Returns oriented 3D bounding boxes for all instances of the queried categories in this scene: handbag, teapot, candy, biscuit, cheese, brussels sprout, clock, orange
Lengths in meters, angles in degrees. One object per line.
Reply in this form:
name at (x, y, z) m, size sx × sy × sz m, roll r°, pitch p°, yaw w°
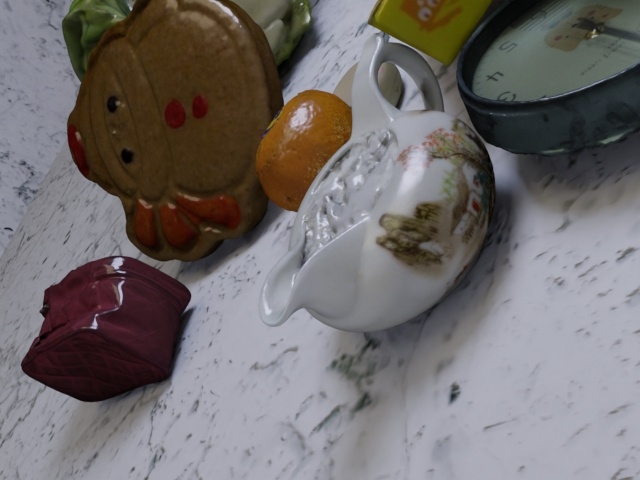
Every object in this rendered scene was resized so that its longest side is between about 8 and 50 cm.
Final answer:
handbag at (-0.275, 0.114, 1.054) m, size 0.225 × 0.146 × 0.135 m, roll -26°, pitch 42°, yaw 43°
teapot at (0.050, -0.033, 0.699) m, size 0.204 × 0.139 × 0.298 m, roll -25°, pitch 38°, yaw 49°
candy at (0.124, -0.271, 0.816) m, size 0.146 × 0.088 × 0.276 m, roll -59°, pitch 6°, yaw 20°
biscuit at (-0.204, -0.148, 1.087) m, size 0.381 × 0.358 × 0.074 m, roll -11°, pitch 2°, yaw 35°
cheese at (0.054, -0.187, 0.986) m, size 0.092 × 0.047 × 0.171 m, roll -38°, pitch 30°, yaw 23°
brussels sprout at (-0.220, -0.375, 1.344) m, size 0.425 × 0.342 × 0.361 m, roll -58°, pitch 23°, yaw -15°
clock at (0.210, -0.157, 0.632) m, size 0.226 × 0.049 × 0.226 m, roll -28°, pitch 30°, yaw 17°
orange at (-0.008, -0.092, 0.895) m, size 0.135 × 0.117 × 0.135 m, roll -45°, pitch 16°, yaw 17°
